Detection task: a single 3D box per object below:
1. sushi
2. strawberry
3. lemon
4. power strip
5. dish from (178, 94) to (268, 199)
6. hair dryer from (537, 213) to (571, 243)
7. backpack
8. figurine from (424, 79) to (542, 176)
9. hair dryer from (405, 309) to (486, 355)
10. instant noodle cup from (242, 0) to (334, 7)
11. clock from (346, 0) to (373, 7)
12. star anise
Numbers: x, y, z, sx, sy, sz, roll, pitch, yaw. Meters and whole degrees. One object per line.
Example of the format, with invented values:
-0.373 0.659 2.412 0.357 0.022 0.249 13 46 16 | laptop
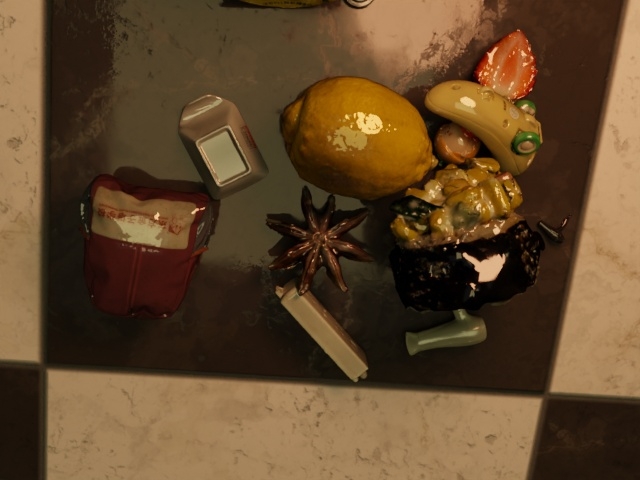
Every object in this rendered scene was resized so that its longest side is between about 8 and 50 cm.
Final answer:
0.294 -0.015 1.281 0.328 0.328 0.285 -8 105 38 | sushi
0.428 -0.400 1.364 0.146 0.082 0.187 16 94 -14 | strawberry
0.082 -0.225 1.277 0.316 0.285 0.285 -15 104 -23 | lemon
0.015 0.227 1.454 0.058 0.098 0.338 -39 103 8 | power strip
-0.236 -0.220 1.350 0.154 0.064 0.234 -27 102 2 | dish
0.607 -0.043 1.490 0.079 0.031 0.083 40 82 -3 | hair dryer
-0.402 0.026 1.325 0.283 0.197 0.317 11 106 -9 | backpack
0.362 -0.250 1.342 0.324 0.222 0.124 25 55 -24 | figurine
0.306 0.166 1.495 0.206 0.075 0.237 -11 96 4 | hair dryer
-0.069 -0.644 1.160 0.325 0.325 0.254 -1 93 -5 | instant noodle cup
0.090 -0.575 1.324 0.085 0.017 0.085 -1 102 -5 | clock
0.000 -0.001 1.399 0.288 0.088 0.288 1 82 -5 | star anise
